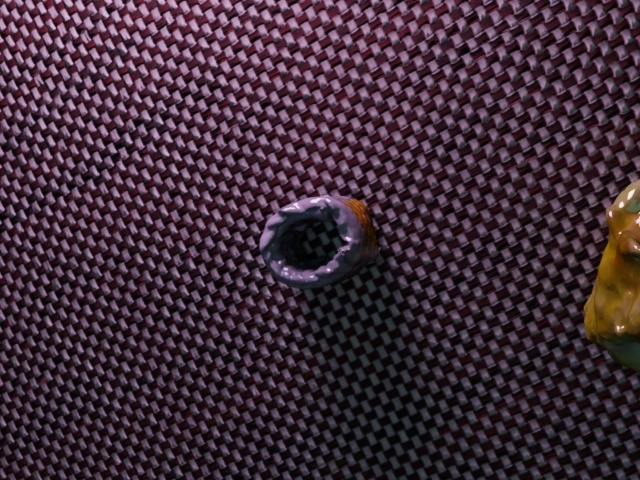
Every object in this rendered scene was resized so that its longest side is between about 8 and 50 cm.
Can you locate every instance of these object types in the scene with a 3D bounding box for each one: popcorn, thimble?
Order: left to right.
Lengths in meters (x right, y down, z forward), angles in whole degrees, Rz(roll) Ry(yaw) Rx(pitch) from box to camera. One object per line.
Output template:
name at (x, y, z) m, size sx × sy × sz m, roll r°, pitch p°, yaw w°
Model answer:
thimble at (-0.002, 0.002, 1.742) m, size 0.151 × 0.118 × 0.127 m, roll -23°, pitch 87°, yaw 22°
popcorn at (0.499, 0.047, 1.483) m, size 0.334 × 0.293 × 0.292 m, roll 29°, pitch 71°, yaw 38°
